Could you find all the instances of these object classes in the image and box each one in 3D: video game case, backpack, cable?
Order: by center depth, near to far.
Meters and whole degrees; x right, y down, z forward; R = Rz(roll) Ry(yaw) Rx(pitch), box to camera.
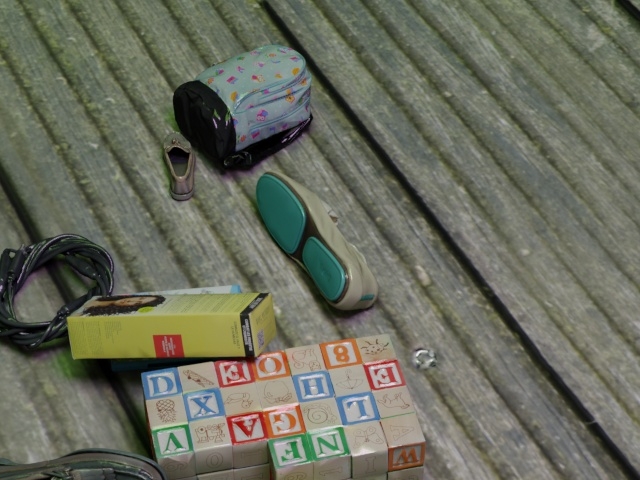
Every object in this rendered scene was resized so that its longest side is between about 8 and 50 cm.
[{"bbox_3d":[-0.177,0.107,2.117,0.166,0.015,0.119,-4,45,-5],"label":"video game case"},{"bbox_3d":[-0.333,0.067,2.134,0.150,0.047,0.184,-1,42,-2],"label":"cable"},{"bbox_3d":[-0.094,-0.191,2.350,0.182,0.115,0.152,-23,47,-25],"label":"backpack"}]

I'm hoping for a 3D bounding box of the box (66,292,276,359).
[{"bbox_3d":[-0.175,0.101,2.020,0.232,0.058,0.087,-1,16,16],"label":"box"}]

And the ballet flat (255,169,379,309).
[{"bbox_3d":[0.000,0.000,2.194,0.086,0.086,0.248,-19,49,-19],"label":"ballet flat"}]

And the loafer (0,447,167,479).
[{"bbox_3d":[-0.303,0.286,1.868,0.267,0.096,0.084,-2,17,9],"label":"loafer"}]

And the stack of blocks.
[{"bbox_3d":[-0.045,0.217,1.955,0.297,0.087,0.171,-8,45,-9],"label":"stack of blocks"}]

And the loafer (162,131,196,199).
[{"bbox_3d":[-0.190,-0.110,2.318,0.045,0.039,0.125,-6,45,-6],"label":"loafer"}]
